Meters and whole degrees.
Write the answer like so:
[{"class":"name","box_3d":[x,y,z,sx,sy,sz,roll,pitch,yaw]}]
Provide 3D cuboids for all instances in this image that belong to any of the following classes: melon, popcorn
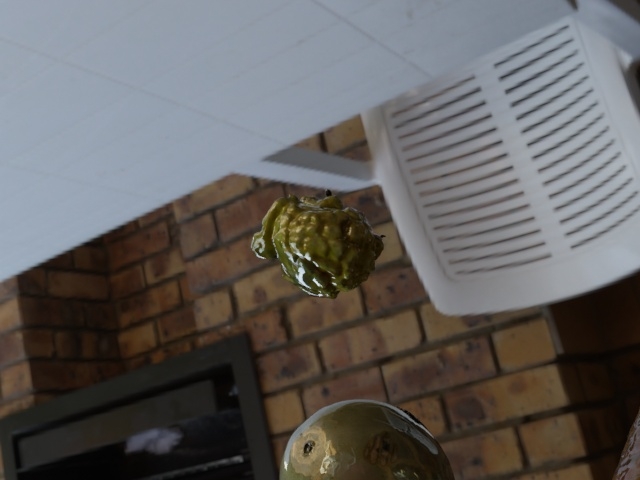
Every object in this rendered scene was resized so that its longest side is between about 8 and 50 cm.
[{"class":"melon","box_3d":[0.086,0.402,1.430,0.269,0.268,0.330,-24,132,36]},{"class":"popcorn","box_3d":[0.000,0.002,1.481,0.169,0.189,0.218,-52,156,-14]}]

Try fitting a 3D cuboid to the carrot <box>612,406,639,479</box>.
[{"class":"carrot","box_3d":[0.304,0.187,0.718,0.302,0.114,0.114,-52,-172,-33]}]
